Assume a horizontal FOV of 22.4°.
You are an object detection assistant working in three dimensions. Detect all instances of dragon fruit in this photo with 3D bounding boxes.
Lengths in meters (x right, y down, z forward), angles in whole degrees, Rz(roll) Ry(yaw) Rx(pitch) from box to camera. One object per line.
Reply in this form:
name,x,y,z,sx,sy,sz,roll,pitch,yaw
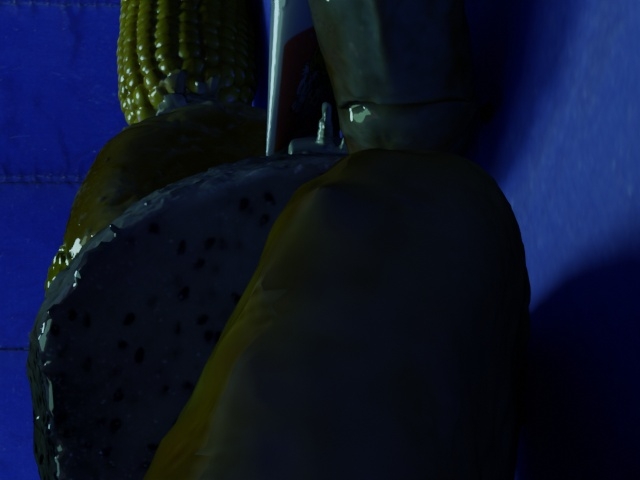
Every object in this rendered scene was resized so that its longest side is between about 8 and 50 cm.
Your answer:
dragon fruit,-0.057,0.093,0.926,0.204,0.221,0.282,175,92,-75

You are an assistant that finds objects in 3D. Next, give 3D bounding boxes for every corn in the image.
corn,-0.136,-0.237,1.645,0.387,0.144,0.144,-95,10,-45

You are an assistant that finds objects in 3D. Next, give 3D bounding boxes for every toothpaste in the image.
toothpaste,-0.006,-0.163,1.057,0.089,0.057,0.234,-25,-54,-53

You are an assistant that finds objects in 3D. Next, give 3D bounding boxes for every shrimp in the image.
shrimp,0.019,-0.168,0.733,0.360,0.085,0.247,78,-178,-49

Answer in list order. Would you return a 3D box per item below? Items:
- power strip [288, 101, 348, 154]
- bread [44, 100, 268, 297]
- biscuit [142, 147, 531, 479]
power strip,0.000,0.000,1.075,0.030,0.048,0.191,-96,9,-69
bread,-0.102,0.015,1.178,0.246,0.176,0.195,-68,-11,-53
biscuit,0.002,0.178,0.514,0.446,0.104,0.429,77,-151,-69
